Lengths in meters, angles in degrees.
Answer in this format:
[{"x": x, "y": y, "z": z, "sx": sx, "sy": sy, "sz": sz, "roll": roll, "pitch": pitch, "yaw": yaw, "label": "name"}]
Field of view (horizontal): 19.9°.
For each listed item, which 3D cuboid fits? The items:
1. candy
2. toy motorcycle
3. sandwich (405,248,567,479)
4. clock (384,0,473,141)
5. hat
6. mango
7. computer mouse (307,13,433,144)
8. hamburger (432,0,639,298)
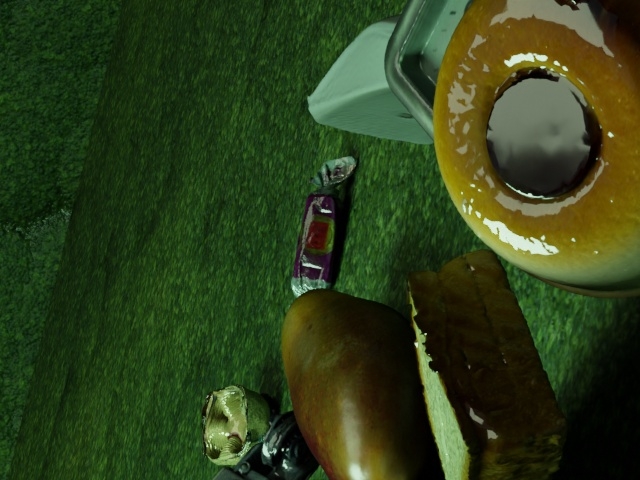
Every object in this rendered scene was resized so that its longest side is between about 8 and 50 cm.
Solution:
[{"x": 0.000, "y": 0.000, "z": 1.743, "sx": 0.043, "sy": 0.045, "sz": 0.175, "roll": 40, "pitch": -121, "yaw": -73, "label": "candy"}, {"x": -0.072, "y": 0.261, "z": 1.510, "sx": 0.263, "sy": 0.091, "sz": 0.157, "roll": -48, "pitch": -38, "yaw": -27, "label": "toy motorcycle"}, {"x": 0.108, "y": 0.130, "z": 1.133, "sx": 0.186, "sy": 0.065, "sz": 0.214, "roll": -105, "pitch": 2, "yaw": -52, "label": "sandwich"}, {"x": 0.169, "y": -0.147, "z": 1.237, "sx": 0.279, "sy": 0.049, "sz": 0.273, "roll": 54, "pitch": 131, "yaw": 36, "label": "clock"}, {"x": -0.077, "y": 0.186, "z": 1.803, "sx": 0.076, "sy": 0.059, "sz": 0.077, "roll": -23, "pitch": 59, "yaw": 48, "label": "hat"}, {"x": 0.032, "y": 0.114, "z": 1.449, "sx": 0.267, "sy": 0.111, "sz": 0.133, "roll": -120, "pitch": 31, "yaw": -63, "label": "mango"}, {"x": 0.080, "y": -0.133, "z": 1.480, "sx": 0.231, "sy": 0.128, "sz": 0.079, "roll": -20, "pitch": 58, "yaw": 64, "label": "computer mouse"}, {"x": 0.168, "y": -0.078, "z": 1.078, "sx": 0.237, "sy": 0.147, "sz": 0.236, "roll": 11, "pitch": 107, "yaw": 38, "label": "hamburger"}]
